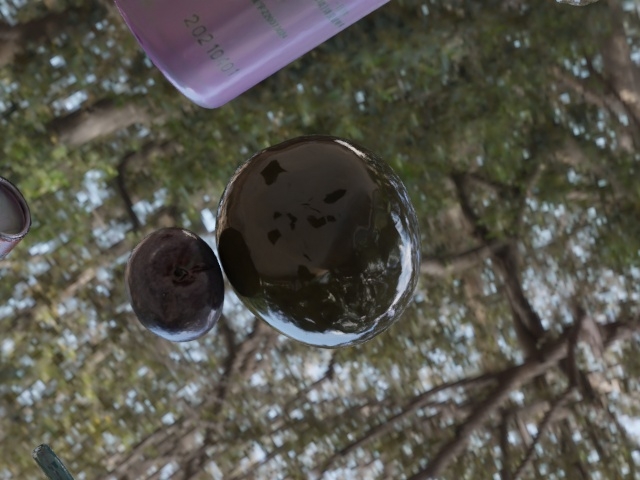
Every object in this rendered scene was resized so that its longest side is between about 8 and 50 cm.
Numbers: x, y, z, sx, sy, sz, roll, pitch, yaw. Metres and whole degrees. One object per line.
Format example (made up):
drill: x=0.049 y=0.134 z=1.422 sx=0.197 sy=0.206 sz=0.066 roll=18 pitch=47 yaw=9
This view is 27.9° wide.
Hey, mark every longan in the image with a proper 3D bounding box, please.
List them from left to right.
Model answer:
longan: x=0.000 y=0.000 z=1.892 sx=0.319 sy=0.319 sz=0.319 roll=-14 pitch=-137 yaw=14

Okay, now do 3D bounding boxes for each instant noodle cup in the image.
instant noodle cup: x=-0.403 y=-0.006 z=1.458 sx=0.136 sy=0.127 sz=0.127 roll=-32 pitch=-143 yaw=28

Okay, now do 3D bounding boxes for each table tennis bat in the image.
table tennis bat: x=-0.168 y=0.247 z=1.046 sx=0.033 sy=0.201 sz=0.124 roll=-36 pitch=-179 yaw=-15

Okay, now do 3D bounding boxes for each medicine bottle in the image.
medicine bottle: x=-0.018 y=-0.252 z=1.042 sx=0.291 sy=0.178 sz=0.178 roll=-31 pitch=-140 yaw=14

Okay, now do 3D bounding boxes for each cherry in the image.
cherry: x=-0.211 y=0.065 z=1.860 sx=0.140 sy=0.176 sz=0.176 roll=-19 pitch=-140 yaw=-14

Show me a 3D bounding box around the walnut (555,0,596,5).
walnut: x=0.223 y=-0.301 z=1.158 sx=0.143 sy=0.170 sz=0.069 roll=-41 pitch=-173 yaw=4
